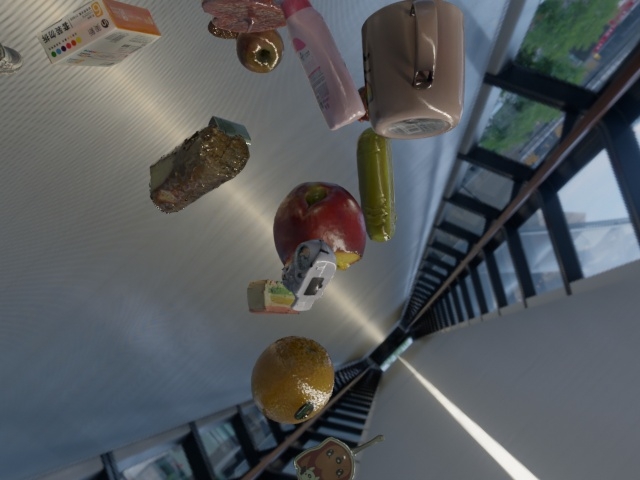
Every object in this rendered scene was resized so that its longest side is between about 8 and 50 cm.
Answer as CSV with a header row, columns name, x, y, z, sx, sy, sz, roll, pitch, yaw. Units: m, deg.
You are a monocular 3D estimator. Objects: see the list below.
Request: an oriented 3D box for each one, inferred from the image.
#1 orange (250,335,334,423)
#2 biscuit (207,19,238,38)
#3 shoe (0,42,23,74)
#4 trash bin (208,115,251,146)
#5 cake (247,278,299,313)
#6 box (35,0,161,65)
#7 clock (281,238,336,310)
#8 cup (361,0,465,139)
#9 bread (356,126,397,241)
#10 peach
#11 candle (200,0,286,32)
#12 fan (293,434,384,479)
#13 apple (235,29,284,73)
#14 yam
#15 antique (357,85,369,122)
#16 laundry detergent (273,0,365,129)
name,x,y,z,sx,sy,sz,roll,pitch,yaw
orange,-0.074,0.365,1.235,0.236,0.236,0.236,-43,166,-13
biscuit,-0.369,-0.872,1.934,0.188,0.027,0.188,-6,179,0
shoe,-0.919,-0.521,1.309,0.092,0.089,0.180,-20,-174,38
trash bin,-0.333,-0.392,1.723,0.130,0.116,0.059,8,134,-40
cake,-0.155,0.192,1.567,0.090,0.109,0.225,-11,166,27
box,-0.601,-0.567,1.307,0.221,0.091,0.274,-22,-166,12
clock,-0.035,0.063,1.092,0.080,0.117,0.176,6,124,-37
cup,0.174,-0.309,0.855,0.192,0.200,0.253,-2,175,2
bread,0.185,-0.185,1.578,0.166,0.112,0.383,-30,116,-69
peach,0.000,0.000,1.351,0.281,0.281,0.338,-37,139,-32
candle,-0.176,-0.643,1.286,0.317,0.288,0.131,-113,-157,-78
fan,0.049,0.500,1.080,0.220,0.132,0.009,-27,-166,-5
apple,-0.234,-0.744,1.807,0.188,0.173,0.188,-9,131,-10
yam,-0.275,-0.157,1.038,0.238,0.129,0.128,-19,-166,36
antique,0.135,-0.376,1.288,0.104,0.104,0.104,-43,166,-13
laundry detergent,-0.007,-0.419,1.060,0.088,0.335,0.159,-27,-172,-11
